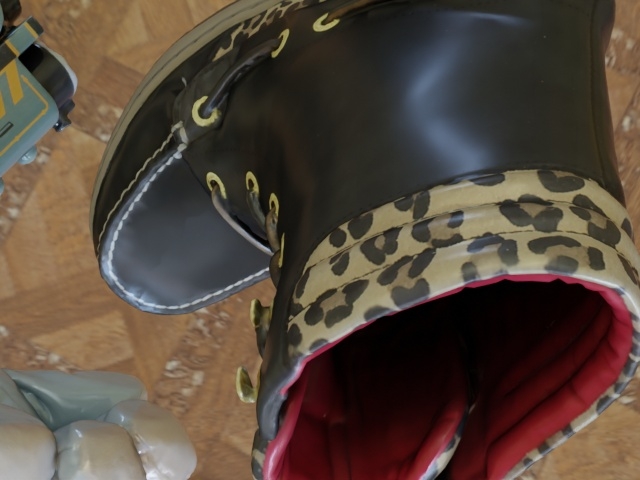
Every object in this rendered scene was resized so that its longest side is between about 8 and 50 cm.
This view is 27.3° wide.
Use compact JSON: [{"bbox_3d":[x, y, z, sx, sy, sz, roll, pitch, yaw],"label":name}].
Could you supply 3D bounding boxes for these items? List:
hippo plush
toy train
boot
[{"bbox_3d":[-0.256,0.222,0.995,0.294,0.234,0.236,12,98,-15],"label":"hippo plush"},{"bbox_3d":[-0.371,-0.105,1.234,0.190,0.142,0.334,50,54,-18],"label":"toy train"},{"bbox_3d":[0.000,0.000,0.635,0.377,0.138,0.284,-33,36,31],"label":"boot"}]
